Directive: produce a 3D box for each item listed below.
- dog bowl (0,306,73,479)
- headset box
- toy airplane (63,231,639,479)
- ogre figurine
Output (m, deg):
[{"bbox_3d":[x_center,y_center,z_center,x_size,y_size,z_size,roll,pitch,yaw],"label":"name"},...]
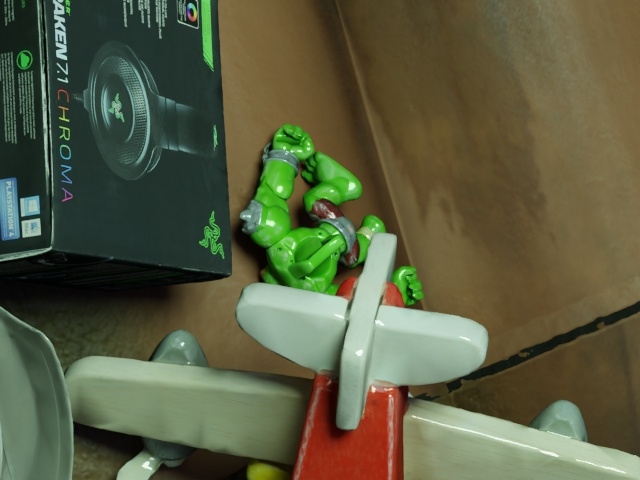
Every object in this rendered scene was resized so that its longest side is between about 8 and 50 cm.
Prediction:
[{"bbox_3d":[-0.345,0.153,1.222,0.348,0.102,0.349,-8,105,-34],"label":"dog bowl"},{"bbox_3d":[-0.188,-0.090,1.416,0.283,0.131,0.246,13,72,-63],"label":"headset box"},{"bbox_3d":[0.027,0.168,1.469,0.386,0.384,0.272,52,20,-8],"label":"toy airplane"},{"bbox_3d":[0.000,0.000,1.611,0.118,0.096,0.197,-42,119,-38],"label":"ogre figurine"}]
